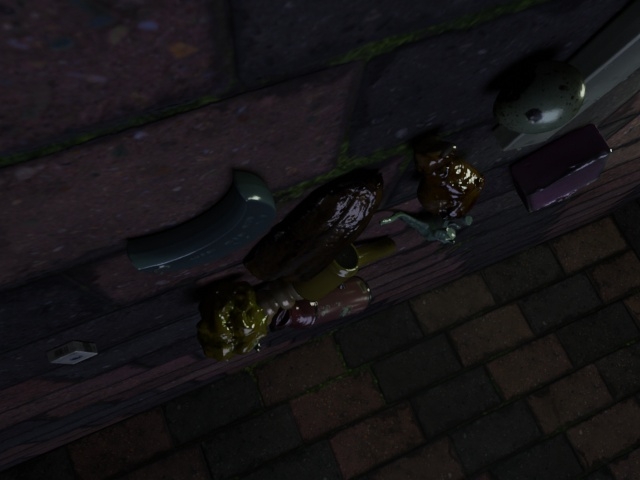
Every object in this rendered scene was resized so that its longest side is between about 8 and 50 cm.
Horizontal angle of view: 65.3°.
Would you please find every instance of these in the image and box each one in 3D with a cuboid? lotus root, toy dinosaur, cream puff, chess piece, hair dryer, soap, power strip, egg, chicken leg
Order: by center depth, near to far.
[{"bbox_3d":[0.268,-0.175,0.618,0.110,0.085,0.085,-14,166,8],"label":"egg"},{"bbox_3d":[-0.145,-0.010,0.632,0.215,0.044,0.137,-30,165,21],"label":"power strip"},{"bbox_3d":[0.377,-0.235,0.658,0.106,0.043,0.367,-16,164,-27],"label":"power strip"},{"bbox_3d":[0.193,-0.102,0.783,0.107,0.087,0.251,-47,154,7],"label":"chicken leg"},{"bbox_3d":[0.001,0.000,0.827,0.167,0.078,0.329,-14,163,-38],"label":"lotus root"},{"bbox_3d":[-0.183,0.148,0.958,0.121,0.156,0.156,-31,175,-47],"label":"cream puff"},{"bbox_3d":[0.076,0.035,1.079,0.278,0.090,0.135,-18,163,-43],"label":"hair dryer"},{"bbox_3d":[0.253,-0.036,1.080,0.129,0.076,0.383,-4,168,27],"label":"toy dinosaur"},{"bbox_3d":[0.522,-0.149,1.103,0.181,0.081,0.259,-30,163,20],"label":"soap"},{"bbox_3d":[-0.096,0.124,1.106,0.170,0.094,0.094,-32,165,2],"label":"chess piece"}]

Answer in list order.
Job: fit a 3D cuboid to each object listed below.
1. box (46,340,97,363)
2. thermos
[{"bbox_3d":[-0.467,0.212,0.943,0.054,0.024,0.083,-25,164,-4],"label":"box"},{"bbox_3d":[0.003,0.162,1.324,0.330,0.110,0.136,-7,158,-47],"label":"thermos"}]
